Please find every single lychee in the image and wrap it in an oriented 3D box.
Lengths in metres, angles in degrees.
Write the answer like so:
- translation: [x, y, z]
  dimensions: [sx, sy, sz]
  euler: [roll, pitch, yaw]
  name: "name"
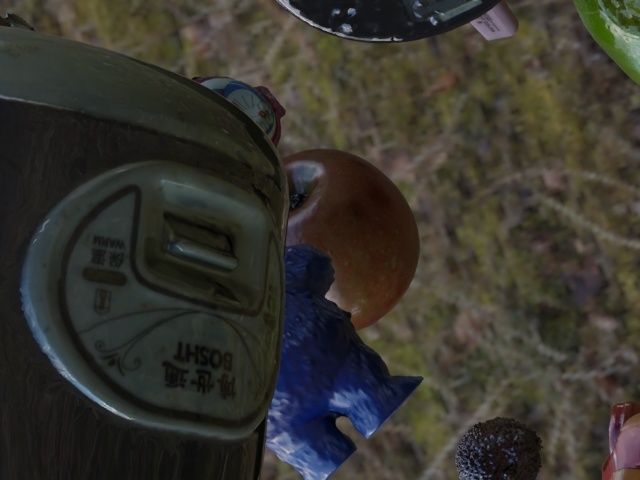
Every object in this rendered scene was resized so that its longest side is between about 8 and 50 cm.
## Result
- translation: [0.142, 0.174, 1.370]
  dimensions: [0.067, 0.068, 0.083]
  euler: [32, -167, -6]
  name: "lychee"

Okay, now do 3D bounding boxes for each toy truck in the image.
- translation: [0.423, 0.325, 2.025]
  dimensions: [0.265, 0.189, 0.239]
  euler: [73, -156, -50]
  name: "toy truck"

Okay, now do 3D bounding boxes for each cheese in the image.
- translation: [-0.092, -0.095, 1.422]
  dimensions: [0.095, 0.145, 0.038]
  euler: [50, 144, 18]
  name: "cheese"

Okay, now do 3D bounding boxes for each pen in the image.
- translation: [0.149, -0.273, 1.798]
  dimensions: [0.053, 0.197, 0.032]
  euler: [-7, 59, 33]
  name: "pen"

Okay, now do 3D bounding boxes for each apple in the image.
- translation: [0.000, 0.000, 1.609]
  dimensions: [0.181, 0.181, 0.168]
  euler: [39, 169, 45]
  name: "apple"

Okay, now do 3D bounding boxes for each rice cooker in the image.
- translation: [-0.155, 0.063, 0.720]
  dimensions: [0.288, 0.288, 0.277]
  euler: [-19, 62, 63]
  name: "rice cooker"

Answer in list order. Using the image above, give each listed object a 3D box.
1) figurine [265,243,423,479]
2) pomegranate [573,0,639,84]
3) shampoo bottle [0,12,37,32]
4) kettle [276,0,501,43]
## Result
- translation: [-0.055, 0.069, 1.290]
  dimensions: [0.262, 0.164, 0.121]
  euler: [30, 180, 12]
  name: "figurine"
- translation: [0.303, -0.168, 1.281]
  dimensions: [0.236, 0.236, 0.301]
  euler: [134, 147, -60]
  name: "pomegranate"
- translation: [-0.242, -0.102, 1.715]
  dimensions: [0.323, 0.084, 0.129]
  euler: [46, -178, 29]
  name: "shampoo bottle"
- translation: [0.051, -0.296, 1.139]
  dimensions: [0.207, 0.251, 0.271]
  euler: [50, -163, -35]
  name: "kettle"
